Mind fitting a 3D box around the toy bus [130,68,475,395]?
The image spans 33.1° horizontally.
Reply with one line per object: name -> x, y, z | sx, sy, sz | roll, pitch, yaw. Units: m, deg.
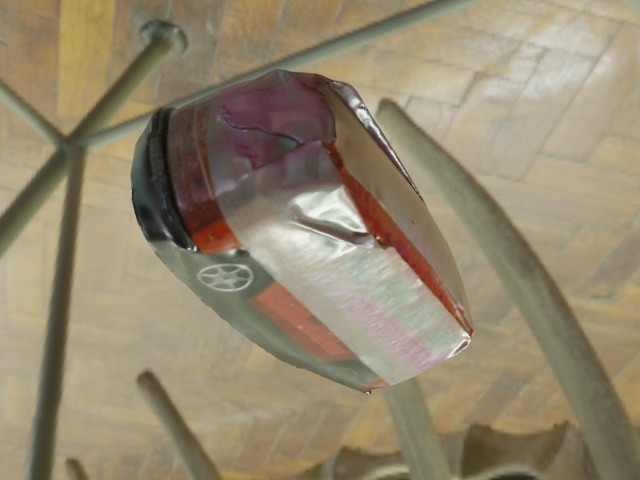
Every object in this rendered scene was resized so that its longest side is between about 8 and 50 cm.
toy bus -> 0.000, 0.000, 0.778 | 0.147, 0.128, 0.303 | -21, 144, 15
